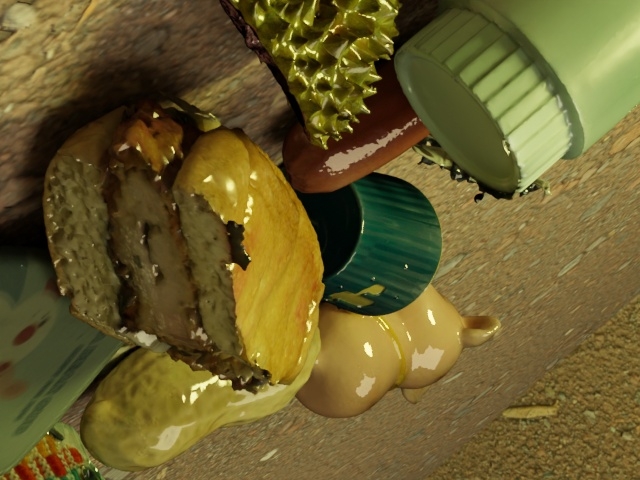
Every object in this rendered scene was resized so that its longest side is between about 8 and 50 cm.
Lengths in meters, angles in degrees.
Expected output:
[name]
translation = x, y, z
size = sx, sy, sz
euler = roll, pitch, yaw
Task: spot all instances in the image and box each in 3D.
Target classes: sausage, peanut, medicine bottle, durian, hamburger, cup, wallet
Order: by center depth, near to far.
[durian]
translation = 0.011, -0.134, 0.997
size = 0.108, 0.119, 0.186
euler = -34, 162, 1
[hamburger]
translation = -0.083, 0.007, 1.087
size = 0.245, 0.155, 0.282
euler = -53, 150, -55
[wallet]
translation = -0.271, 0.095, 1.110
size = 0.252, 0.083, 0.360
euler = -47, 161, 14
[medicine bottle]
translation = 0.214, -0.183, 1.170
size = 0.318, 0.158, 0.158
euler = -40, 164, -13
[sausage]
translation = 0.051, -0.102, 1.247
size = 0.194, 0.077, 0.077
euler = -33, 163, -13
[cup]
translation = 0.000, 0.000, 1.360
size = 0.176, 0.131, 0.155
euler = -16, 166, 21
[peanut]
translation = -0.112, 0.138, 1.474
size = 0.257, 0.123, 0.123
euler = -30, 162, -26

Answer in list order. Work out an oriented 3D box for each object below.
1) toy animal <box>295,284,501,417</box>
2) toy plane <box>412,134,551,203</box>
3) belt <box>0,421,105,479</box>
[toy animal]
translation = 0.055, 0.113, 1.727
size = 0.248, 0.149, 0.165
euler = -9, 164, -37
[toy plane]
translation = 0.130, -0.085, 1.373
size = 0.234, 0.160, 0.082
euler = -64, 179, -78
[belt]
translation = -0.295, 0.262, 1.365
size = 0.257, 0.150, 0.207
euler = -18, 161, -48
